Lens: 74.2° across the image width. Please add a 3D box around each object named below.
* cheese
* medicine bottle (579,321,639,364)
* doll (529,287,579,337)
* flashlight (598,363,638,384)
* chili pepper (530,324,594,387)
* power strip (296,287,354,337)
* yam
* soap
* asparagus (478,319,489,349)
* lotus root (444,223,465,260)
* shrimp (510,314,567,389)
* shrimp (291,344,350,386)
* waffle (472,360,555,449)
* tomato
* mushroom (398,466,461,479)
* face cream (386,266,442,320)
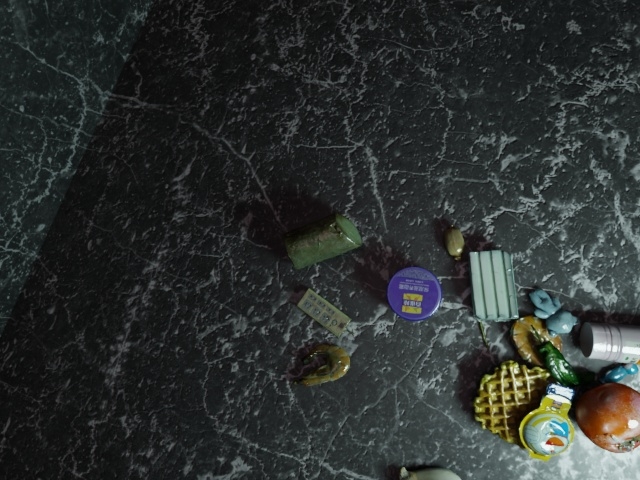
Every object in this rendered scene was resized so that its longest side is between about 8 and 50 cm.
[{"bbox_3d":[0.762,0.606,1.408,0.177,0.069,0.270,14,96,5],"label":"cheese"},{"bbox_3d":[1.037,0.349,1.432,0.250,0.133,0.133,5,82,12],"label":"medicine bottle"},{"bbox_3d":[0.830,0.260,1.531,0.120,0.075,0.179,-30,49,-1],"label":"doll"},{"bbox_3d":[1.029,0.461,1.459,0.129,0.051,0.051,-36,75,8],"label":"flashlight"},{"bbox_3d":[0.826,0.418,1.450,0.279,0.065,0.122,44,49,-3],"label":"chili pepper"},{"bbox_3d":[0.027,0.302,1.713,0.268,0.034,0.092,35,89,16],"label":"power strip"},{"bbox_3d":[0.000,0.000,1.710,0.305,0.168,0.167,-22,77,10],"label":"yam"},{"bbox_3d":[0.638,0.171,1.571,0.150,0.094,0.261,-4,78,16],"label":"soap"},{"bbox_3d":[0.612,0.354,1.584,0.014,0.015,0.114,-14,77,8],"label":"asparagus"},{"bbox_3d":[0.520,0.010,1.640,0.073,0.062,0.150,-12,77,11],"label":"lotus root"},{"bbox_3d":[0.810,0.410,1.512,0.164,0.062,0.316,-31,77,-2],"label":"shrimp"},{"bbox_3d":[-0.010,0.493,1.677,0.255,0.059,0.145,-16,75,9],"label":"shrimp"},{"bbox_3d":[0.688,0.572,1.479,0.282,0.058,0.300,15,99,7],"label":"waffle"},{"bbox_3d":[0.951,0.562,1.365,0.232,0.232,0.188,-27,37,7],"label":"tomato"},{"bbox_3d":[0.393,0.864,1.507,0.226,0.093,0.116,7,103,9],"label":"mushroom"},{"bbox_3d":[0.357,0.203,1.618,0.206,0.111,0.205,-2,81,12],"label":"face cream"}]
